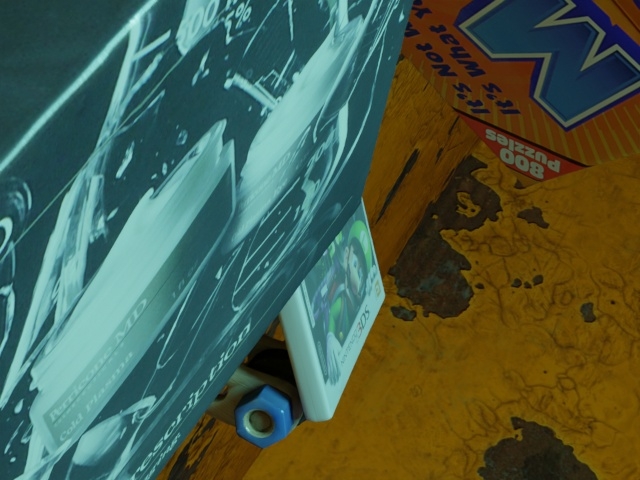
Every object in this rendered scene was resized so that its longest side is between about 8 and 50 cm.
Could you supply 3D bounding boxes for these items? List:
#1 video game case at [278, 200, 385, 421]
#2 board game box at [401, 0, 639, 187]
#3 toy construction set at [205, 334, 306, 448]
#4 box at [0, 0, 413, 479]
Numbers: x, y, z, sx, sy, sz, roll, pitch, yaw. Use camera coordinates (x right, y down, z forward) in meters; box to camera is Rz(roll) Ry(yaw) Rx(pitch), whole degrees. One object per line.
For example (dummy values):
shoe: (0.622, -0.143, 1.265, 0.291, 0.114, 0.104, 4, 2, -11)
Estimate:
video game case: (0.000, 0.000, 1.150, 0.173, 0.022, 0.190, -62, 142, -59)
board game box: (0.198, -0.307, 0.962, 0.356, 0.356, 0.356, -17, -147, 54)
toy construction set: (-0.126, -0.006, 1.188, 0.309, 0.237, 0.257, -75, 152, -45)
box: (-0.123, -0.021, 0.512, 0.343, 0.179, 0.312, -53, 167, -29)
